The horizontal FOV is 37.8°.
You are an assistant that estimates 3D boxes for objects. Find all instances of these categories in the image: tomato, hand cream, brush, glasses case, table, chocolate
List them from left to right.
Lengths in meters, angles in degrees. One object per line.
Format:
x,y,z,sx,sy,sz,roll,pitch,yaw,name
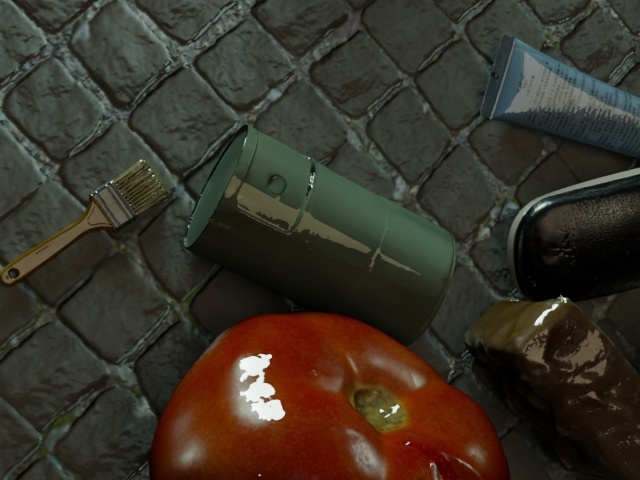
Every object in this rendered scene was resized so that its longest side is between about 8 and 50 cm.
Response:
-0.214,-0.012,0.838,0.170,0.014,0.043,-37,100,-17,brush
-0.002,0.197,0.772,0.298,0.299,0.226,15,121,-18,tomato
0.000,0.000,0.855,0.220,0.126,0.126,26,77,-16,table
0.246,0.153,0.924,0.093,0.148,0.214,-42,98,-12,chocolate
0.304,-0.140,1.017,0.271,0.058,0.091,16,94,-15,hand cream
0.342,-0.015,0.995,0.314,0.075,0.122,-14,110,-16,glasses case
